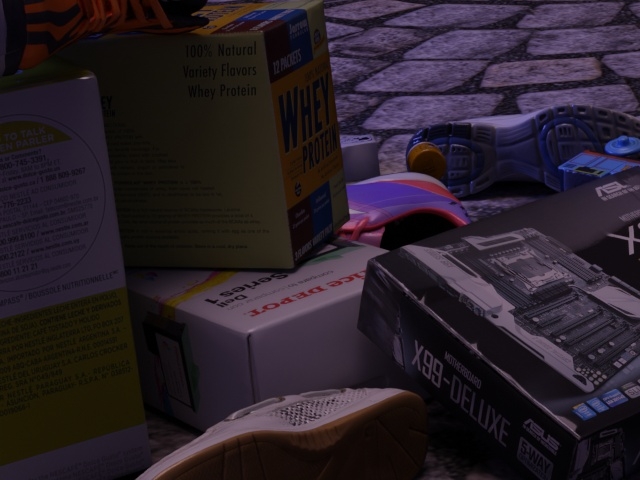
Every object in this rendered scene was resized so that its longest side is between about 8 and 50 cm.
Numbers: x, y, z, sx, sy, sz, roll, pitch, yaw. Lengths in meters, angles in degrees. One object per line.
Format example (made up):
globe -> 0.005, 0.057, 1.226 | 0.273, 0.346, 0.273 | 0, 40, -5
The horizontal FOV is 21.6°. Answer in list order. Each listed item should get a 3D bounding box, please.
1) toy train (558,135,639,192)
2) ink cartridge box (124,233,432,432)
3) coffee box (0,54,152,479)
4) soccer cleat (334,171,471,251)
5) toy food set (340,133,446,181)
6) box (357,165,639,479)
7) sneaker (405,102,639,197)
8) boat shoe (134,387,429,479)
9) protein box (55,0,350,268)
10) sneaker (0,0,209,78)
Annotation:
toy train -> 0.345, -0.054, 1.777 | 0.105, 0.080, 0.184 | -31, 31, -34
ink cartridge box -> -0.053, 0.072, 1.444 | 0.201, 0.117, 0.278 | -19, 22, -33
coffee box -> -0.365, 0.026, 1.339 | 0.338, 0.334, 0.338 | -15, 20, -24
soccer cleat -> 0.000, 0.000, 1.681 | 0.318, 0.108, 0.116 | -9, 22, -17
toy food set -> 0.019, -0.062, 1.843 | 0.232, 0.111, 0.104 | -10, 18, -3
box -> 0.223, 0.063, 1.319 | 0.307, 0.076, 0.242 | -18, 43, -32
sneaker -> 0.253, -0.112, 1.943 | 0.297, 0.111, 0.129 | 2, 14, 20
boat shoe -> -0.043, 0.165, 1.200 | 0.096, 0.098, 0.277 | 11, 15, 43
protein box -> -0.099, -0.092, 1.444 | 0.200, 0.201, 0.136 | 0, 19, 23
sneaker -> -0.169, -0.199, 1.248 | 0.180, 0.124, 0.321 | -5, 17, -6
